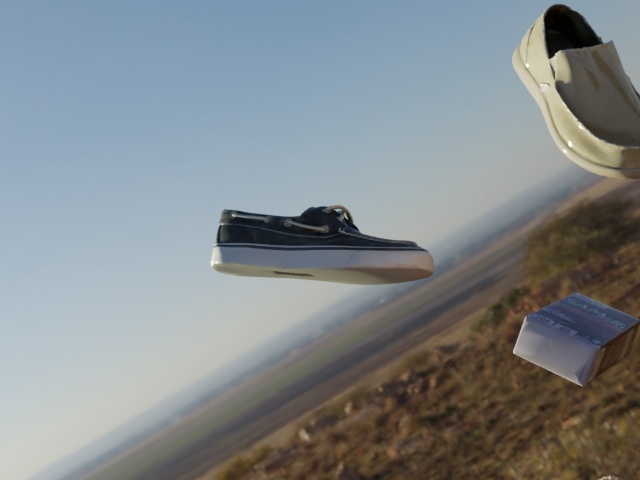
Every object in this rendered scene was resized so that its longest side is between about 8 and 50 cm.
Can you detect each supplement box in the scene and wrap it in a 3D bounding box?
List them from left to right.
[{"bbox_3d":[0.436,0.161,1.646,0.239,0.130,0.073,-12,-58,-56],"label":"supplement box"}]

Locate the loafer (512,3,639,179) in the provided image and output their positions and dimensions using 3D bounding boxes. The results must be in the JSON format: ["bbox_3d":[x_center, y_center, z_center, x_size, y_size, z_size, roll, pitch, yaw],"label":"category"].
[{"bbox_3d":[0.295,-0.170,1.086,0.102,0.268,0.092,-14,-43,-15],"label":"loafer"}]

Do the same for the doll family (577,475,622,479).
[{"bbox_3d":[0.274,0.268,0.716,0.163,0.118,0.263,-58,26,-6],"label":"doll family"}]

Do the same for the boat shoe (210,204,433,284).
[{"bbox_3d":[0.000,0.000,0.928,0.219,0.070,0.078,3,-13,17],"label":"boat shoe"}]
